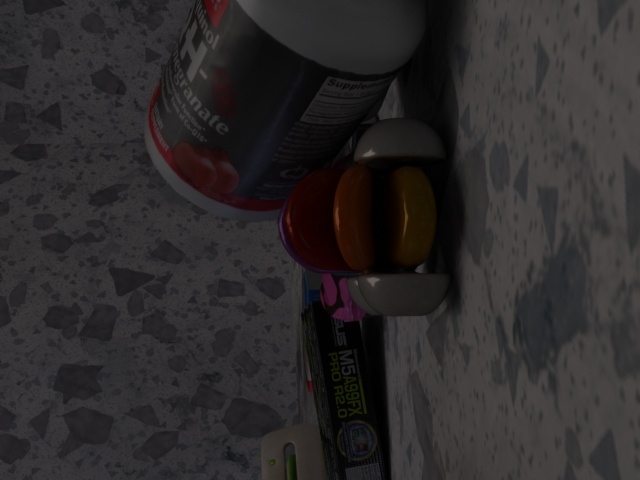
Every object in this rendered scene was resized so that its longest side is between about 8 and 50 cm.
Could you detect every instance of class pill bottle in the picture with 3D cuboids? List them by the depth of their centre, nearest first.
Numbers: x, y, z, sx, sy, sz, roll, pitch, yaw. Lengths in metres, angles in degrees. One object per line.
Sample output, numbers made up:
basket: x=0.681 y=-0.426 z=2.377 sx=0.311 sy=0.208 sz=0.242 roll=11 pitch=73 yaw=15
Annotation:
pill bottle: x=-0.022 y=-0.170 z=0.693 sx=0.318 sy=0.177 sz=0.176 roll=-51 pitch=35 yaw=46

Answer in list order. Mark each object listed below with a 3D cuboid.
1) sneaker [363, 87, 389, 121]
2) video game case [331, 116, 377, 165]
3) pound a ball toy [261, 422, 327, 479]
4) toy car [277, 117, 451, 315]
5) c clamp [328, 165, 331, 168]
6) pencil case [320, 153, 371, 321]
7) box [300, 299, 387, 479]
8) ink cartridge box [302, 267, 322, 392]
sneaker: x=0.042 y=-0.281 z=0.853 sx=0.152 sy=0.114 sz=0.304 roll=128 pitch=138 yaw=-61
video game case: x=0.043 y=-0.086 z=1.162 sx=0.248 sy=0.035 sz=0.274 roll=-99 pitch=9 yaw=-57
pound a ball toy: x=-0.004 y=0.487 z=1.532 sx=0.208 sy=0.136 sz=0.319 roll=58 pitch=-161 yaw=-44
toy car: x=0.032 y=-0.014 z=0.702 sx=0.182 sy=0.136 sz=0.159 roll=139 pitch=129 yaw=-84
c clamp: x=-0.004 y=-0.190 z=1.447 sx=0.137 sy=0.022 sz=0.160 roll=33 pitch=-134 yaw=-61
pencil case: x=0.041 y=0.004 z=0.899 sx=0.209 sy=0.095 sz=0.098 roll=91 pitch=170 yaw=-49
box: x=0.028 y=0.216 z=1.100 sx=0.216 sy=0.060 sz=0.269 roll=113 pitch=148 yaw=-80
ink cartridge box: x=0.012 y=0.154 z=1.344 sx=0.134 sy=0.078 sz=0.230 roll=-103 pitch=12 yaw=-67
